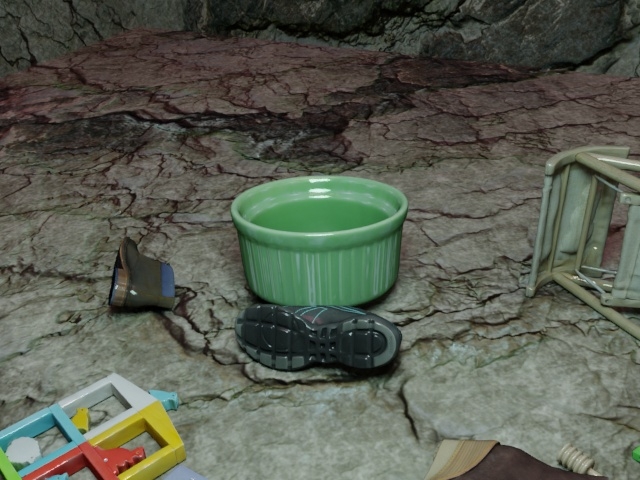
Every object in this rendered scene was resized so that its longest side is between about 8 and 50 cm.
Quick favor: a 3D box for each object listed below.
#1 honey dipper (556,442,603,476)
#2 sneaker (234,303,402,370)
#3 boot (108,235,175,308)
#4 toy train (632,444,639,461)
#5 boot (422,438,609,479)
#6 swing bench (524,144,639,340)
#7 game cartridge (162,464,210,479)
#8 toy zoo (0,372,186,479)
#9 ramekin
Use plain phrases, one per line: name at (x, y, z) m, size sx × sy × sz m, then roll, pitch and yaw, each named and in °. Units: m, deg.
honey dipper at (0.361, 0.304, 0.827) m, size 0.031 × 0.030 × 0.161 m, roll -24°, pitch 39°, yaw -32°
sneaker at (-0.002, 0.149, 1.067) m, size 0.268 × 0.101 × 0.106 m, roll 5°, pitch 7°, yaw 18°
boot at (-0.320, 0.063, 1.242) m, size 0.106 × 0.082 × 0.219 m, roll 13°, pitch 23°, yaw -18°
toy train at (0.438, 0.266, 0.898) m, size 0.083 × 0.017 × 0.024 m, roll -21°, pitch 26°, yaw -29°
boot at (0.206, 0.317, 0.752) m, size 0.207 × 0.090 × 0.248 m, roll 9°, pitch 29°, yaw 22°
swing bench at (0.489, -0.002, 1.112) m, size 0.255 × 0.253 × 0.165 m, roll 27°, pitch 41°, yaw 37°
game cartridge at (-0.060, 0.354, 0.618) m, size 0.355 × 0.068 × 0.230 m, roll 19°, pitch 24°, yaw 23°
toy zoo at (-0.314, 0.277, 0.903) m, size 0.293 × 0.030 × 0.192 m, roll -26°, pitch 39°, yaw -34°
ramekin at (0.000, 0.000, 1.202) m, size 0.304 × 0.148 × 0.303 m, roll -2°, pitch 22°, yaw 1°
